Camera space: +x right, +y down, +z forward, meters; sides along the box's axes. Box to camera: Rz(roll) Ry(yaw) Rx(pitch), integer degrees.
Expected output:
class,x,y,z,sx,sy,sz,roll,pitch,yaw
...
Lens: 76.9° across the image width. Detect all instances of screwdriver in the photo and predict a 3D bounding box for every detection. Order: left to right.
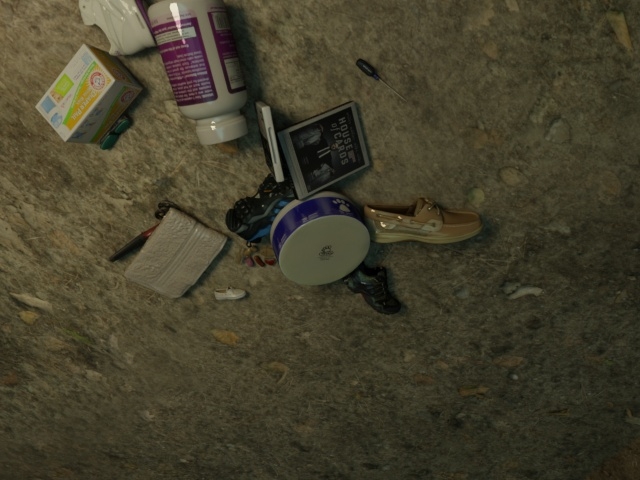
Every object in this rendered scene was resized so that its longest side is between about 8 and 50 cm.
class,x,y,z,sx,sy,sz,roll,pitch,yaw
screwdriver,0.157,-0.403,1.030,0.170,0.024,0.025,36,80,-19

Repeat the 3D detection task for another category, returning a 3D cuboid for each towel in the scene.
class,x,y,z,sx,sy,sz,roll,pitch,yaw
towel,-0.429,0.049,1.185,0.187,0.049,0.282,31,111,-29

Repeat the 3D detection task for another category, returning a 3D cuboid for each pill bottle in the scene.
class,x,y,z,sx,sy,sz,roll,pitch,yaw
pill bottle,-0.267,-0.386,0.938,0.169,0.169,0.301,-10,115,2

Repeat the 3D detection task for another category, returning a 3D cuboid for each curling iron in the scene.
class,x,y,z,sx,sy,sz,roll,pitch,yaw
curling iron,-0.513,-0.024,1.171,0.274,0.035,0.068,-37,118,13

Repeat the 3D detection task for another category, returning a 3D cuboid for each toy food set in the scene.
class,x,y,z,sx,sy,sz,roll,pitch,yaw
toy food set,-0.191,0.050,1.232,0.122,0.019,0.078,10,115,-15

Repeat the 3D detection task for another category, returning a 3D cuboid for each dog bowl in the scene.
class,x,y,z,sx,sy,sz,roll,pitch,yaw
dog bowl,0.000,0.000,1.118,0.265,0.104,0.265,-12,135,-12

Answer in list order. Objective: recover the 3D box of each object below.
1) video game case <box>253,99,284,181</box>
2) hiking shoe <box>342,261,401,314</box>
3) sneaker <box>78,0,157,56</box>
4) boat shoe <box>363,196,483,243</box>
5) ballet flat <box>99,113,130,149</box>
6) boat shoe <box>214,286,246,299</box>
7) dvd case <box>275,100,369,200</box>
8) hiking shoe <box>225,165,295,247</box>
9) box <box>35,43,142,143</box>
class,x,y,z,sx,sy,sz,roll,pitch,yaw
video game case,-0.129,-0.250,0.997,0.022,0.190,0.173,-14,116,-10
hiking shoe,0.180,0.143,1.254,0.227,0.086,0.114,35,112,-16
sneaker,-0.486,-0.558,0.876,0.152,0.114,0.305,-21,114,6
boat shoe,0.292,-0.061,1.142,0.341,0.121,0.110,-3,116,1
ballet flat,-0.541,-0.287,1.050,0.114,0.041,0.041,-40,111,15
boat shoe,-0.286,0.163,1.273,0.100,0.035,0.035,-4,118,7
dvd case,0.011,-0.232,1.037,0.238,0.029,0.179,-29,117,-22
hiking shoe,-0.117,-0.107,1.131,0.304,0.113,0.132,-32,143,5
box,-0.551,-0.343,0.966,0.203,0.103,0.114,-41,90,15
